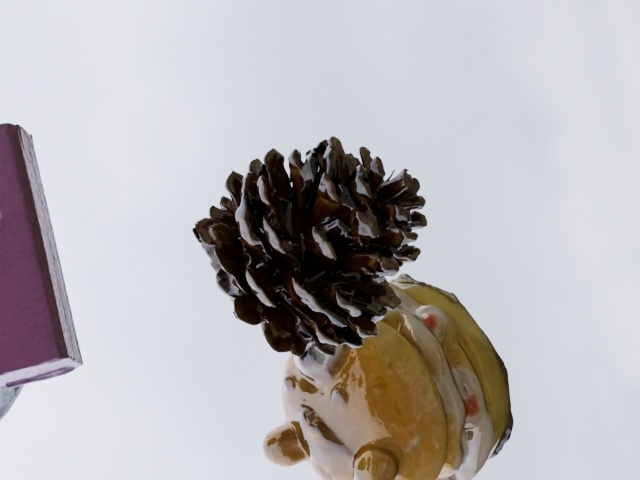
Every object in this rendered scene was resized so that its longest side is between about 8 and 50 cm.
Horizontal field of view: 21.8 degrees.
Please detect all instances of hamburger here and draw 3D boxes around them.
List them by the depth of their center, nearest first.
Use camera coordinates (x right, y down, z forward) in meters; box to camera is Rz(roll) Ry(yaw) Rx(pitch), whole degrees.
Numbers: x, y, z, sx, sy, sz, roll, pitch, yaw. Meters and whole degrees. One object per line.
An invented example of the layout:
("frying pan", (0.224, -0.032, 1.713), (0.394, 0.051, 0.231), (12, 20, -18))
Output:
("hamburger", (0.064, 0.193, 1.989), (0.237, 0.276, 0.276), (-23, -91, -40))

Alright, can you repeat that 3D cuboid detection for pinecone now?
("pinecone", (0.000, 0.000, 1.217), (0.173, 0.173, 0.174), (46, -149, -38))

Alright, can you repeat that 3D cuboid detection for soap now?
("soap", (-0.358, 0.028, 1.688), (0.081, 0.181, 0.259), (55, -159, -78))

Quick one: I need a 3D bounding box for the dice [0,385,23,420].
("dice", (-0.502, 0.092, 1.916), (0.270, 0.270, 0.271), (25, -147, -38))
